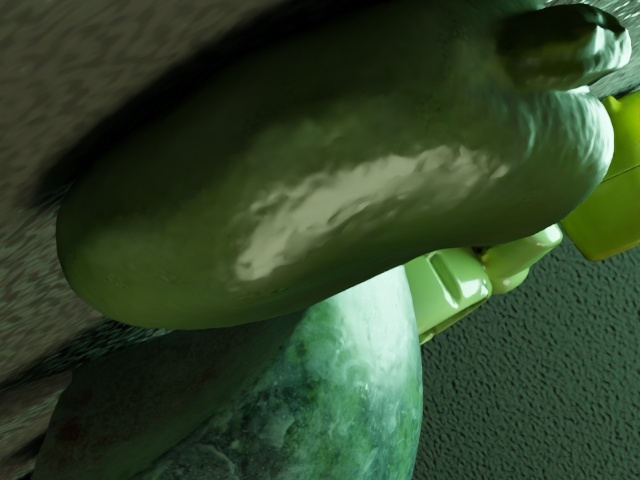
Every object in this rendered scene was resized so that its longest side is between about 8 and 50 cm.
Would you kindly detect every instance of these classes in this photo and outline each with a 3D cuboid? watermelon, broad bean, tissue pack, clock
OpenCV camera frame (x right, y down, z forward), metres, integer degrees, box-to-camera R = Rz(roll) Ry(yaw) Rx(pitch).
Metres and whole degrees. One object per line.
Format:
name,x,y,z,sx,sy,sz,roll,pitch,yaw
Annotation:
watermelon,-0.088,0.149,1.056,0.290,0.214,0.319,-15,131,-42
broad bean,0.014,-0.029,0.624,0.228,0.100,0.169,-30,167,-9
tissue pack,0.274,-0.066,1.487,0.123,0.127,0.178,-28,177,37
clock,0.024,0.057,1.325,0.308,0.096,0.235,-29,174,-20

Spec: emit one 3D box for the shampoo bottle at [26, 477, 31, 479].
shampoo bottle,-0.337,0.310,1.602,0.359,0.078,0.134,-33,177,7
